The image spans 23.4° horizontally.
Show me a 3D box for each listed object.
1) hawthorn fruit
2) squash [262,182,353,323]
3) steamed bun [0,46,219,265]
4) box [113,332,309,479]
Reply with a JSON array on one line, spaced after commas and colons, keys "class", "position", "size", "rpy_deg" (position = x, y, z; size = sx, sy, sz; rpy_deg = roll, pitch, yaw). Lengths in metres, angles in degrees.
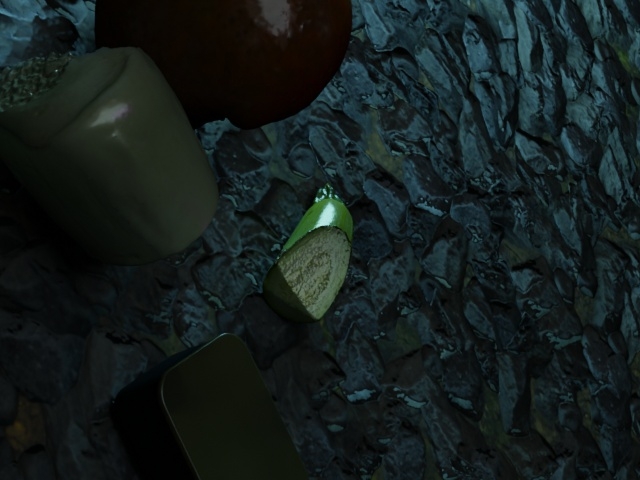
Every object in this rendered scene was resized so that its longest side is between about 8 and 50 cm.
[{"class": "hawthorn fruit", "position": [-0.103, -0.269, 1.628], "size": [0.277, 0.277, 0.298], "rpy_deg": [-41, 139, -49]}, {"class": "squash", "position": [0.001, -0.001, 1.817], "size": [0.090, 0.075, 0.200], "rpy_deg": [28, 48, -7]}, {"class": "steamed bun", "position": [-0.203, -0.084, 1.529], "size": [0.170, 0.200, 0.225], "rpy_deg": [-48, 126, -22]}, {"class": "box", "position": [-0.114, 0.212, 1.581], "size": [0.144, 0.090, 0.201], "rpy_deg": [-35, 103, -50]}]
